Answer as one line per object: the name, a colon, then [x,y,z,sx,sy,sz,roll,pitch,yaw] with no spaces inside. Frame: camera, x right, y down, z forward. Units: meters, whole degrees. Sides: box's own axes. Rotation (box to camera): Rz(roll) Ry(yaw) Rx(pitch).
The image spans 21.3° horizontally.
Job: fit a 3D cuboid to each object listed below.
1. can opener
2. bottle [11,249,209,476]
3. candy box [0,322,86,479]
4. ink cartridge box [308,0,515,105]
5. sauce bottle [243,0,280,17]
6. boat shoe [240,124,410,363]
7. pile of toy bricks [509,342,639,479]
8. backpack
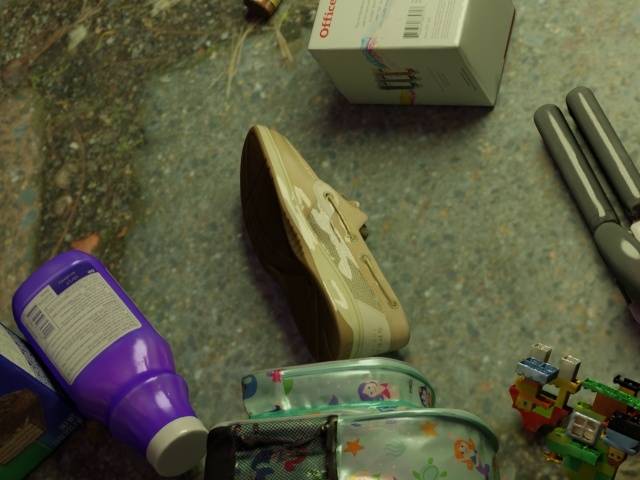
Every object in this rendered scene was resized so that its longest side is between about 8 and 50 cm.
can opener: [0.285,-0.044,1.659,0.076,0.095,0.283,-28,56,8]
bottle: [-0.217,0.132,1.801,0.118,0.092,0.283,-41,55,-5]
candy box: [-0.432,0.182,1.737,0.268,0.317,0.122,-43,55,-1]
ink cartridge box: [0.098,-0.227,1.821,0.176,0.127,0.128,4,67,26]
sauce bottle: [-0.043,-0.322,1.989,0.042,0.042,0.128,24,75,32]
boat shoe: [0.000,0.000,1.776,0.098,0.109,0.302,-8,51,-25]
pile of toy bricks: [0.256,0.186,1.560,0.212,0.118,0.105,23,108,23]
backpack: [0.041,0.215,1.562,0.254,0.225,0.191,-3,66,16]
